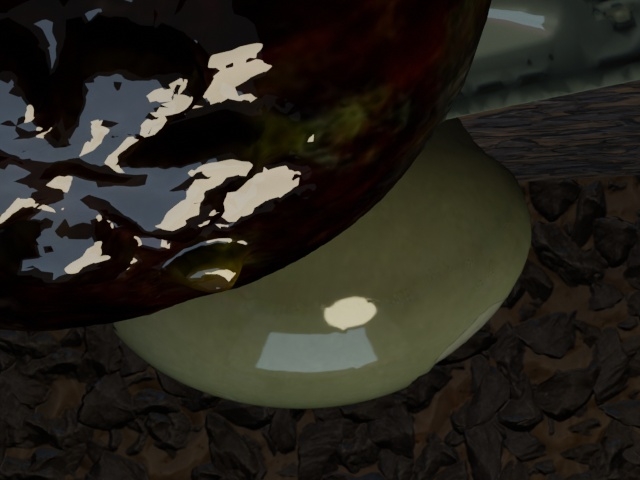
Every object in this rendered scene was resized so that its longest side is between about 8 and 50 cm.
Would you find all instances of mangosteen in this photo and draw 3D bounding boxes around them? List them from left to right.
[{"bbox_3d":[-0.075,-0.109,0.482,0.231,0.231,0.289,-3,-145,-8],"label":"mangosteen"}]

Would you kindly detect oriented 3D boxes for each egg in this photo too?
[{"bbox_3d":[0.000,0.000,1.483,0.336,0.278,0.278,6,177,3],"label":"egg"}]

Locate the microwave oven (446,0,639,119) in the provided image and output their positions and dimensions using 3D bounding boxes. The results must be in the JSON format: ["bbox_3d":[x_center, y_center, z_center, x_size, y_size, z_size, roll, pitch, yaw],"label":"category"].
[{"bbox_3d":[0.078,-0.121,0.582,0.162,0.122,0.208,-29,-168,-35],"label":"microwave oven"}]
